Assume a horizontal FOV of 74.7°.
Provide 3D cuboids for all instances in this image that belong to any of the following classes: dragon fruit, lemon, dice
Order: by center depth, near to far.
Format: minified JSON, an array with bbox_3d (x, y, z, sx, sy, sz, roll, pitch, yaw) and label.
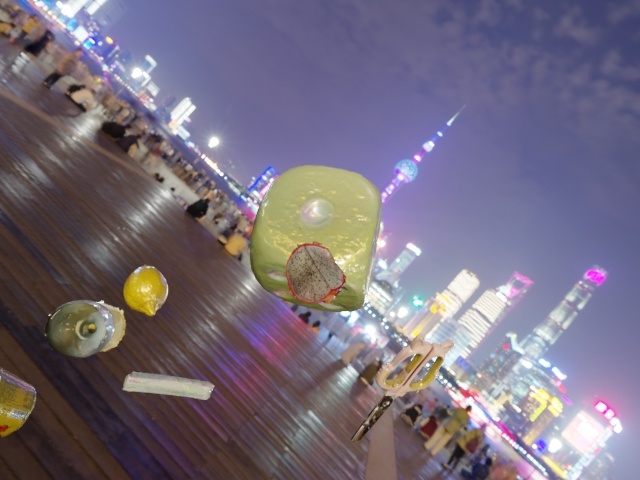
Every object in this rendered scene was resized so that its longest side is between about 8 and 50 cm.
[{"bbox_3d":[-0.008,0.048,0.550,0.083,0.060,0.056,54,25,15],"label":"dragon fruit"},{"bbox_3d":[-0.269,0.078,0.649,0.065,0.065,0.092,45,17,-55],"label":"lemon"},{"bbox_3d":[0.000,0.000,0.931,0.254,0.252,0.250,11,-27,9],"label":"dice"}]

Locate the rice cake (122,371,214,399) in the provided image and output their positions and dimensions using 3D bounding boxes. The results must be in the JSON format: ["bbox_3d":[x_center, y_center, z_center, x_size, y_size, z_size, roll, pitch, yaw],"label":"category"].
[{"bbox_3d":[-0.364,0.354,1.018,0.210,0.043,0.034,16,10,-23],"label":"rice cake"}]

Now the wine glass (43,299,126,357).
[{"bbox_3d":[-0.567,0.211,1.023,0.143,0.143,0.321,43,-20,-5],"label":"wine glass"}]

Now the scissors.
[{"bbox_3d":[0.149,0.315,0.858,0.160,0.318,0.024,16,26,-32],"label":"scissors"}]

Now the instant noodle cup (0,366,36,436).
[{"bbox_3d":[-0.840,0.414,1.070,0.182,0.182,0.144,41,-14,40],"label":"instant noodle cup"}]
